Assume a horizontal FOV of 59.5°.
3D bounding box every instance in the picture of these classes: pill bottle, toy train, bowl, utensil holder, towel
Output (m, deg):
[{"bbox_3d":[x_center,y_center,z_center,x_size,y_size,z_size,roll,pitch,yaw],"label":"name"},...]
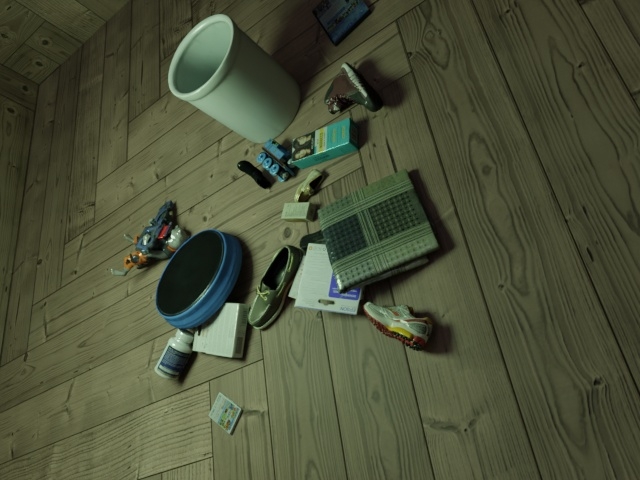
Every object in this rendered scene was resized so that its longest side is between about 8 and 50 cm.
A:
[{"bbox_3d":[-0.516,0.405,2.005,0.094,0.094,0.169,28,91,42],"label":"pill bottle"},{"bbox_3d":[-0.157,-0.292,2.036,0.105,0.080,0.184,-50,48,3],"label":"toy train"},{"bbox_3d":[-0.451,0.129,2.032,0.391,0.077,0.391,-26,44,28],"label":"bowl"},{"bbox_3d":[-0.306,-0.582,2.073,0.327,0.385,0.328,-16,63,33],"label":"utensil holder"},{"bbox_3d":[0.166,-0.029,1.651,0.324,0.056,0.312,-24,54,13],"label":"towel"}]

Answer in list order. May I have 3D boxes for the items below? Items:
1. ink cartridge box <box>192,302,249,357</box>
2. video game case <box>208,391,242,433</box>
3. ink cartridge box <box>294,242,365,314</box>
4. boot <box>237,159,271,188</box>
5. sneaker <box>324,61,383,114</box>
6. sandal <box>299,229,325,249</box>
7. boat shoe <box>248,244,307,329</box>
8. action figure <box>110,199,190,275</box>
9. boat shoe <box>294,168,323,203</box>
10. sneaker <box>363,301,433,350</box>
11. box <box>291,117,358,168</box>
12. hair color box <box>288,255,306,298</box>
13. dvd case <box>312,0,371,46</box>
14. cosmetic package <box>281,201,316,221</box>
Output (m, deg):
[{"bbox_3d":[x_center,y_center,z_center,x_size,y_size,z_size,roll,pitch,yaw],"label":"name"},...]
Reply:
[{"bbox_3d":[-0.346,0.305,1.936,0.224,0.056,0.181,-4,76,44],"label":"ink cartridge box"},{"bbox_3d":[-0.311,0.564,1.830,0.122,0.011,0.087,22,85,42],"label":"video game case"},{"bbox_3d":[0.039,0.117,1.690,0.206,0.045,0.208,5,71,24],"label":"ink cartridge box"},{"bbox_3d":[-0.243,-0.240,2.056,0.045,0.121,0.099,-50,42,13],"label":"boot"},{"bbox_3d":[0.102,-0.474,1.904,0.162,0.106,0.281,-46,40,21],"label":"sneaker"},{"bbox_3d":[0.000,0.000,1.814,0.179,0.040,0.067,-10,59,51],"label":"sandal"},{"bbox_3d":[-0.157,0.150,1.832,0.109,0.091,0.305,35,94,42],"label":"boat shoe"},{"bbox_3d":[-0.676,0.001,2.310,0.330,0.179,0.341,-14,35,26],"label":"action figure"},{"bbox_3d":[-0.038,-0.180,1.909,0.135,0.050,0.045,-57,42,4],"label":"boat shoe"},{"bbox_3d":[0.211,0.218,1.528,0.225,0.088,0.093,23,66,42],"label":"sneaker"},{"bbox_3d":[0.014,-0.331,1.926,0.244,0.060,0.101,-14,63,34],"label":"box"},{"bbox_3d":[-0.043,0.125,1.784,0.072,0.043,0.141,14,81,41],"label":"hair color box"},{"bbox_3d":[0.076,-0.873,2.139,0.180,0.022,0.253,-40,52,20],"label":"dvd case"},{"bbox_3d":[-0.074,-0.096,1.907,0.115,0.041,0.060,3,74,40],"label":"cosmetic package"}]
